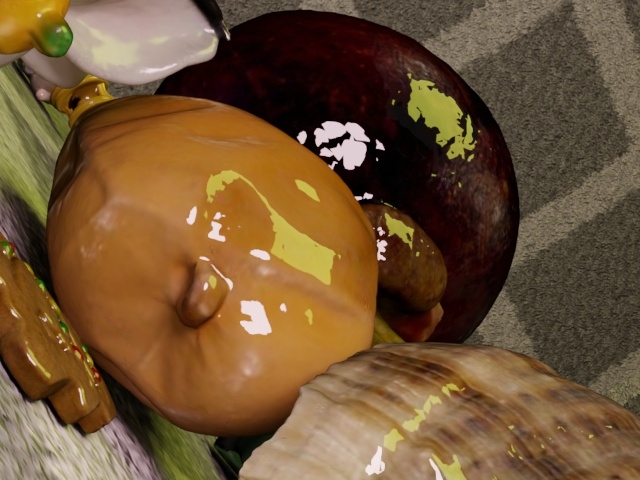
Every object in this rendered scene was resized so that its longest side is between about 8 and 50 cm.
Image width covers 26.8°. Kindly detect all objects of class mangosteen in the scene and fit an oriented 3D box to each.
[{"bbox_3d":[-0.003,-0.009,0.975,0.297,0.293,0.297,14,-24,7],"label":"mangosteen"}]

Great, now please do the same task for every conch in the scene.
[{"bbox_3d":[0.091,0.146,0.463,0.159,0.210,0.291,1,-28,31],"label":"conch"}]

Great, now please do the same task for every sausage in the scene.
[{"bbox_3d":[-0.050,0.003,0.567,0.136,0.120,0.241,24,4,-16],"label":"sausage"}]

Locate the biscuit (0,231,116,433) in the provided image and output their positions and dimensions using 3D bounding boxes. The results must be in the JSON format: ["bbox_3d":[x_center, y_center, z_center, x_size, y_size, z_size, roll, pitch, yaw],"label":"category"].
[{"bbox_3d":[-0.084,0.030,0.414,0.082,0.016,0.092,53,-4,46],"label":"biscuit"}]

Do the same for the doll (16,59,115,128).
[{"bbox_3d":[-0.230,-0.157,1.160,0.084,0.073,0.127,-4,58,-57],"label":"doll"}]

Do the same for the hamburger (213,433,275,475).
[{"bbox_3d":[0.047,0.161,0.733,0.214,0.125,0.235,42,-26,36],"label":"hamburger"}]

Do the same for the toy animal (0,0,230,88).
[{"bbox_3d":[-0.106,-0.103,0.439,0.131,0.127,0.181,-2,-48,39],"label":"toy animal"}]

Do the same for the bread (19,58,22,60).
[{"bbox_3d":[-0.163,-0.147,0.550,0.149,0.065,0.187,44,-9,10],"label":"bread"}]
